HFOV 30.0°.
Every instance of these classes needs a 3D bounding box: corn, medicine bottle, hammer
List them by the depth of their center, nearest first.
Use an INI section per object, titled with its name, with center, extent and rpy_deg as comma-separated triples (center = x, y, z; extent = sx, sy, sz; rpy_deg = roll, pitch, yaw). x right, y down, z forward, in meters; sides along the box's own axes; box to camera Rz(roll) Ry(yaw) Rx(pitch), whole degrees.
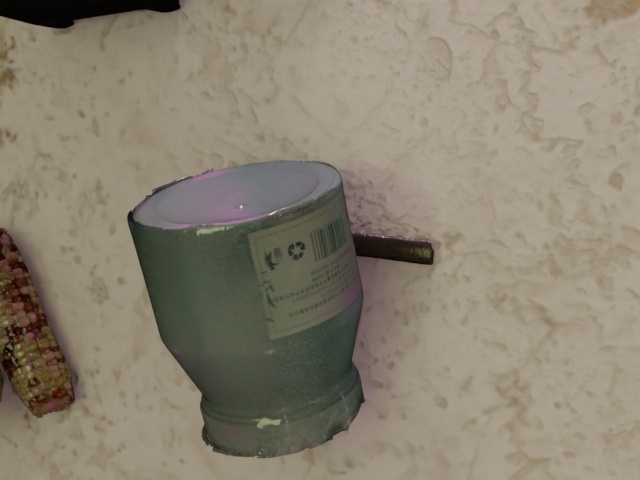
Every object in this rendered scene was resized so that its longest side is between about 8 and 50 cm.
[medicine bottle]
center = -0.071, 0.078, 1.370
extent = 0.245, 0.245, 0.290
rpy_deg = -2, 110, 22
[hammer]
center = 0.000, 0.000, 1.477
extent = 0.297, 0.027, 0.125
rpy_deg = 5, 92, 21
[corn]
center = -0.417, 0.105, 1.611
extent = 0.092, 0.092, 0.280
rpy_deg = -29, 81, 20

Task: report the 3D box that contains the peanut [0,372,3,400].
[peanut]
center = -0.524, 0.168, 1.618
extent = 0.290, 0.130, 0.130
rpy_deg = 26, 101, 38

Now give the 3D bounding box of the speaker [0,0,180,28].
[speaker]
center = -0.328, -0.374, 1.481
extent = 0.232, 0.254, 0.184
rpy_deg = -3, 89, 22
